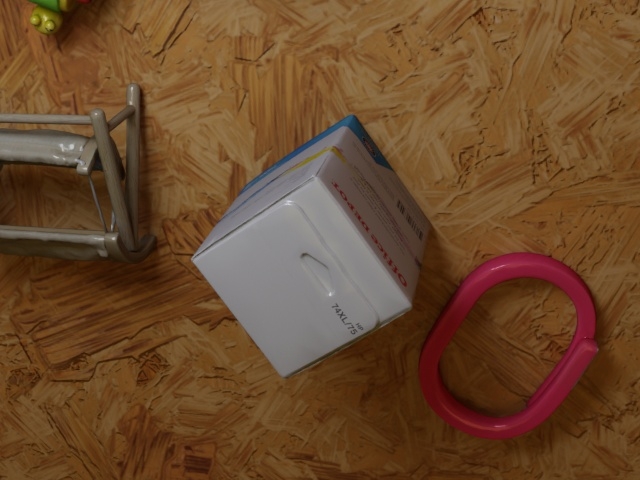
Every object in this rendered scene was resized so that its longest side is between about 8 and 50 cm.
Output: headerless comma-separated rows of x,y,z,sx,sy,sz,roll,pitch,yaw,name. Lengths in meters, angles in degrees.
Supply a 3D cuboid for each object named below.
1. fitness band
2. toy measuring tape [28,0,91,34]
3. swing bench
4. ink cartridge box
0.264,0.151,1.405,0.209,0.054,0.291,30,114,1,fitness band
-0.316,-0.401,1.236,0.121,0.121,0.330,24,121,1,toy measuring tape
-0.381,-0.080,1.371,0.253,0.165,0.254,3,113,10,swing bench
0.000,0.000,1.271,0.197,0.270,0.198,-32,103,21,ink cartridge box
